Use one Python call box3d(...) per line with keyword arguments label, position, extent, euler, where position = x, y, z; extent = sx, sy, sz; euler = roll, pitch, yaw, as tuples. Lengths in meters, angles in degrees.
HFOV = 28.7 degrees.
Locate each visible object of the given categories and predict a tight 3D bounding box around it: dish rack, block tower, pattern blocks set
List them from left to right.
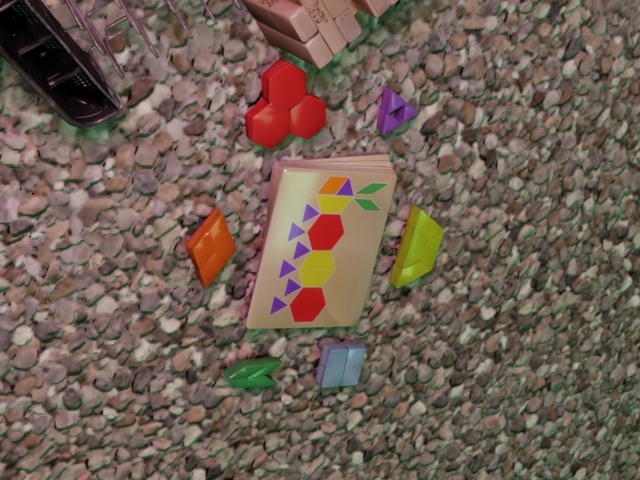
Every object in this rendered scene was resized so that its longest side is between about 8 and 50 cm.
box3d(label="dish rack", position=(-0.121, -0.218, 0.935), extent=(0.271, 0.074, 0.208), euler=(-31, 154, 2))
box3d(label="pattern blocks set", position=(0.000, 0.000, 1.231), extent=(0.285, 0.026, 0.325), euler=(11, 107, -36))
box3d(label="block tower", position=(0.081, -0.299, 1.093), extent=(0.335, 0.097, 0.091), euler=(-43, 130, -9))
